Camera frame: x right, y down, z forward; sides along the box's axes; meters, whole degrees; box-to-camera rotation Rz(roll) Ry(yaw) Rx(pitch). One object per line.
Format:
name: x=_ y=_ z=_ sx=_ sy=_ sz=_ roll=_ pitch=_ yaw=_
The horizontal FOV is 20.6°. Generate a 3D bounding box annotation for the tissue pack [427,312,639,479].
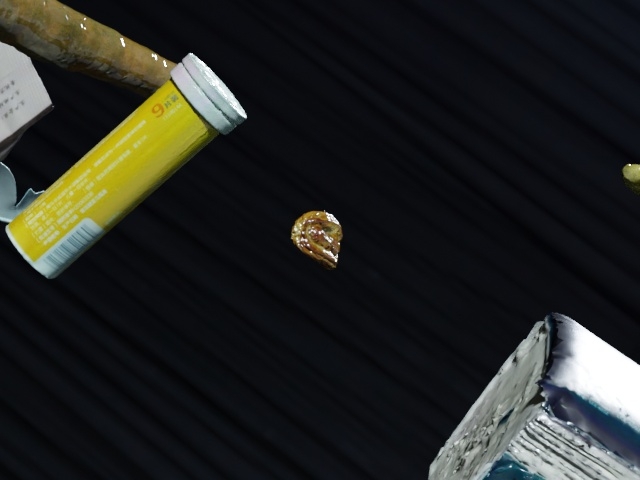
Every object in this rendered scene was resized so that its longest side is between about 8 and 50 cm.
tissue pack: x=0.308 y=0.288 z=1.620 sx=0.253 sy=0.416 sz=0.264 roll=-54 pitch=4 yaw=18

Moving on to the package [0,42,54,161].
package: x=-0.429 y=-0.151 z=2.003 sx=0.251 sy=0.204 sz=0.062 roll=-40 pitch=-24 yaw=22

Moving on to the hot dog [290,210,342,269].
hot dog: x=0.000 y=0.000 z=1.935 sx=0.083 sy=0.035 sz=0.058 roll=36 pitch=-125 yaw=-57

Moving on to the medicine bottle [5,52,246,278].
medicine bottle: x=-0.166 y=-0.060 z=1.483 sx=0.218 sy=0.074 sz=0.074 roll=-41 pitch=-11 yaw=5

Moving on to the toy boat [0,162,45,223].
toy boat: x=-0.512 y=-0.066 z=2.512 sx=0.291 sy=0.067 sz=0.220 roll=17 pitch=-63 yaw=-46

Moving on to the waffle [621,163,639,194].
waffle: x=0.374 y=-0.039 z=1.498 sx=0.238 sy=0.243 sz=0.059 roll=-56 pitch=-27 yaw=-85

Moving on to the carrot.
carrot: x=-0.239 y=-0.195 z=1.777 sx=0.342 sy=0.070 sz=0.070 roll=25 pitch=-75 yaw=-44
